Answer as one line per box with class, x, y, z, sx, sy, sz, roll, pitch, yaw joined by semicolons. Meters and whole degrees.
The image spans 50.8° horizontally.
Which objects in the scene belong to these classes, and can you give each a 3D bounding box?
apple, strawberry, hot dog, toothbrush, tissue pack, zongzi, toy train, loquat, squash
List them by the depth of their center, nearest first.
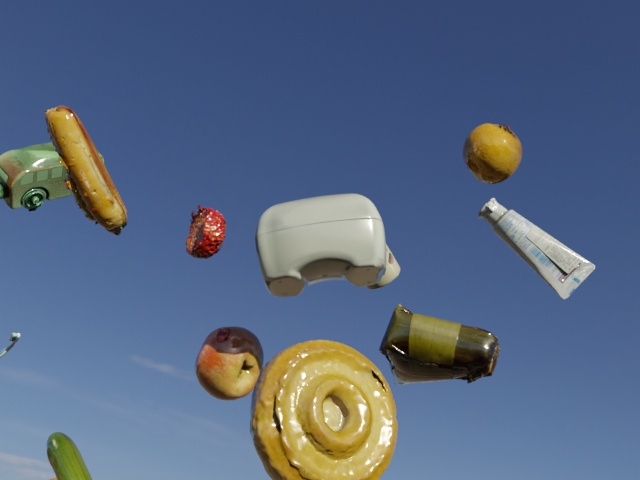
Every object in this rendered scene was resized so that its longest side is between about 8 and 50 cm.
hot dog;-0.419;-0.118;1.201;0.076;0.104;0.250;-24;-71;-12
toothbrush;-0.589;0.216;1.235;0.017;0.014;0.162;21;-53;-37
squash;-0.549;0.503;1.479;0.258;0.069;0.069;37;-5;44
loquat;0.390;-0.198;1.530;0.141;0.141;0.141;7;-29;4
tissue pack;0.000;0.000;1.742;0.332;0.236;0.229;-8;-21;2
strawberry;-0.302;-0.018;1.789;0.086;0.145;0.145;13;-29;-22
zongzi;0.320;0.330;1.792;0.289;0.154;0.318;13;-35;21
apple;-0.258;0.341;1.907;0.164;0.210;0.209;14;-20;39
toy train;-0.775;-0.191;1.926;0.129;0.326;0.159;40;-50;28

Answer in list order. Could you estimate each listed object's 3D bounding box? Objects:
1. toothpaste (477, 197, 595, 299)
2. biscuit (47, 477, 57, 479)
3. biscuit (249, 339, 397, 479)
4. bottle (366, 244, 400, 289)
toothpaste;0.526;0.010;1.678;0.299;0.114;0.073;43;-7;22
biscuit;-0.684;0.628;1.631;0.170;0.170;0.050;-9;-70;29
biscuit;0.015;0.322;1.225;0.296;0.297;0.102;21;-31;-22
bottle;0.122;0.010;1.933;0.120;0.120;0.253;-18;-69;39
